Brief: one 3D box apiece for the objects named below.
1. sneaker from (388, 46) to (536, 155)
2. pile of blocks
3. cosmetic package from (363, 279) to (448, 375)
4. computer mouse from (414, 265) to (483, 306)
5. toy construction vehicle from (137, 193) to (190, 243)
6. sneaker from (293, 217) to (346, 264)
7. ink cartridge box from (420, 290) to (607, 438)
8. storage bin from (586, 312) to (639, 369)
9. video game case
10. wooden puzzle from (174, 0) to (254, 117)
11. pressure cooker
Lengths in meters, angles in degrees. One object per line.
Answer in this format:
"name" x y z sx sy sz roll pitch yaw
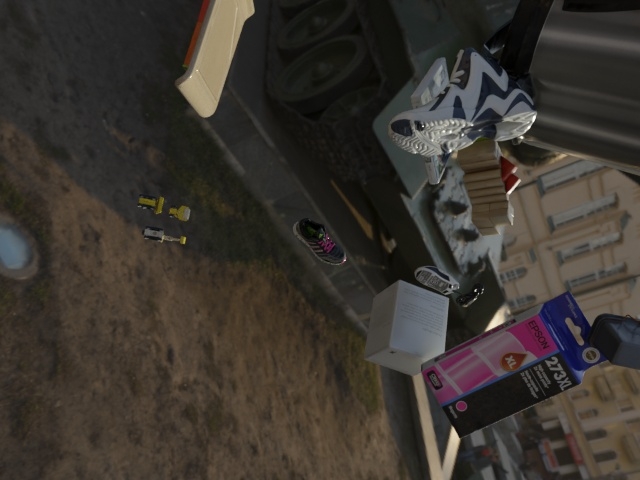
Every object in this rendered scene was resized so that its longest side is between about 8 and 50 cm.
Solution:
"sneaker" 0.209 -0.230 0.793 0.094 0.235 0.153 81 -4 -63
"pile of blocks" 0.386 -0.186 1.120 0.149 0.112 0.362 -43 119 -48
"cosmetic package" 0.220 0.227 1.273 0.151 0.151 0.184 22 60 -12
"computer mouse" 0.370 0.122 1.453 0.193 0.106 0.042 29 51 3
"toy construction vehicle" -0.307 -0.039 0.960 0.098 0.035 0.086 9 77 -21
"sneaker" 0.000 0.000 1.331 0.170 0.063 0.075 40 -22 5
"ink cartridge box" 0.426 0.276 1.093 0.176 0.371 0.069 60 11 2
"storage bin" 0.639 0.211 1.012 0.091 0.135 0.098 -76 177 -67
"video game case" 0.220 -0.229 0.937 0.190 0.022 0.173 -57 136 -45
"wooden puzzle" -0.189 -0.356 0.888 0.221 0.044 0.239 168 -55 -88
"pressure cooker" 0.514 -0.332 0.922 0.370 0.420 0.376 1 111 -56
